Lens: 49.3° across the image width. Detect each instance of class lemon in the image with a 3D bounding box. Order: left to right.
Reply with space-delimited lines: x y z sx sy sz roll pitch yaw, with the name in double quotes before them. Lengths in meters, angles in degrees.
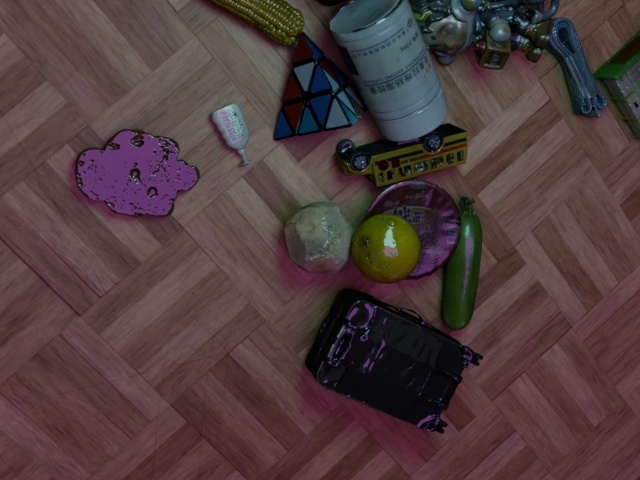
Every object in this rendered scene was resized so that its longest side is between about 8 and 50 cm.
"lemon" 0.163 0.023 1.722 0.173 0.206 0.173 -4 68 11

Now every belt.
"belt" 0.693 -0.469 1.918 0.087 0.072 0.302 -34 105 -11

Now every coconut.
"coconut" -0.001 -0.003 1.764 0.194 0.194 0.194 -3 101 -15

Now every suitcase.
"suitcase" 0.186 0.313 1.862 0.434 0.194 0.283 25 93 -18

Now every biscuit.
"biscuit" -0.439 -0.162 1.683 0.290 0.041 0.208 2 101 -16

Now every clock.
"clock" 0.935 -0.440 1.977 0.220 0.106 0.255 -42 112 -3

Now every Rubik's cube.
"Rubik's cube" -0.035 -0.384 1.706 0.250 0.284 0.234 -13 107 24

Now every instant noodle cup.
"instant noodle cup" 0.234 -0.036 1.858 0.274 0.091 0.274 -2 104 -9

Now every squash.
"squash" 0.392 0.068 1.924 0.101 0.101 0.378 3 99 -16

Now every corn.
"corn" -0.178 -0.566 1.647 0.313 0.102 0.102 24 93 -18

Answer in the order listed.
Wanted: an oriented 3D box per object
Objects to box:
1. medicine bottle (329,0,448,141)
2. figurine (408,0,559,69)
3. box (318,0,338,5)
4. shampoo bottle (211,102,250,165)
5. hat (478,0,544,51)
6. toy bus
"medicine bottle" 0.172 -0.413 1.674 0.190 0.190 0.332 -37 127 -6
"figurine" 0.368 -0.524 1.730 0.382 0.261 0.186 15 53 0
"box" 0.111 -0.723 1.628 0.339 0.229 0.239 -33 106 -7
"shampoo bottle" -0.209 -0.259 1.725 0.077 0.045 0.152 -26 104 -11
"hat" 0.502 -0.629 1.808 0.265 0.128 0.265 -2 97 -16
"toy bus" 0.209 -0.222 1.810 0.335 0.121 0.123 -16 117 -12
